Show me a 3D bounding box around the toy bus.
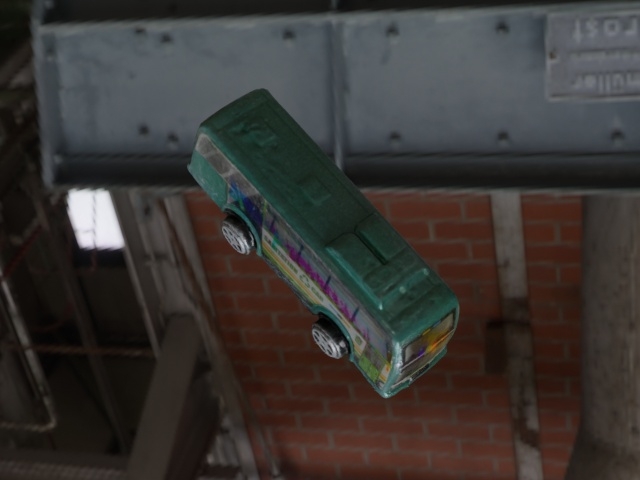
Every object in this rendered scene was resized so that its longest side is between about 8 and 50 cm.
[{"bbox_3d":[0.000,0.000,0.965,0.091,0.109,0.262,-36,-107,-25],"label":"toy bus"}]
